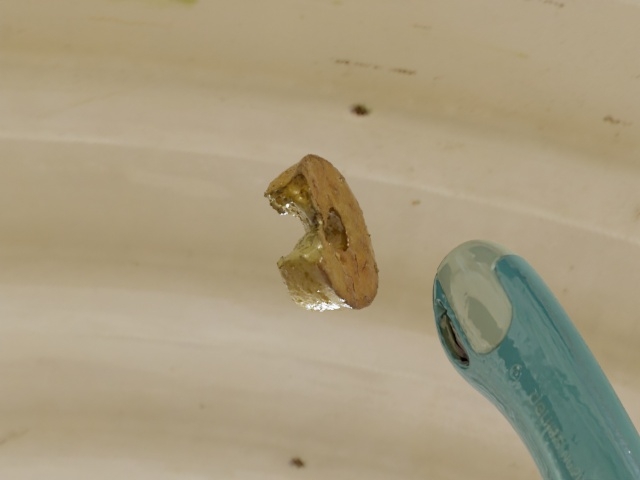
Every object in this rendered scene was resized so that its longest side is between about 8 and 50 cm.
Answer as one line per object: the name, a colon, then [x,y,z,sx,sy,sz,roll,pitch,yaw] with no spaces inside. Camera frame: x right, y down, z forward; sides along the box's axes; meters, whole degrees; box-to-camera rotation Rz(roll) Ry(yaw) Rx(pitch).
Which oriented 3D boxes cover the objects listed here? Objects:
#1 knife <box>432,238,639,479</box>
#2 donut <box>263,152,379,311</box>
knife: [0.101,0.075,0.568,0.064,0.031,0.222,-53,-144,23]
donut: [0.000,0.000,0.862,0.043,0.097,0.108,-18,-116,23]
